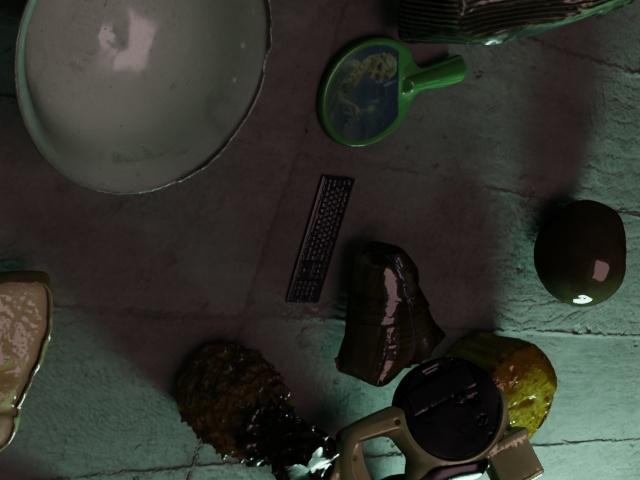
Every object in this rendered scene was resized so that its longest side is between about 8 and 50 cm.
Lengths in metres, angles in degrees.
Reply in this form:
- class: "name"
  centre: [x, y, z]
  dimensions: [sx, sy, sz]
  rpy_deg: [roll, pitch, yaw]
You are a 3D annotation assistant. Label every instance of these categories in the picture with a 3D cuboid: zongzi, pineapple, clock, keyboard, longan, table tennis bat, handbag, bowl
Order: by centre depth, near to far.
- class: "bowl"
  centre: [-0.218, -0.219, 1.248]
  dimensions: [0.313, 0.146, 0.313]
  rpy_deg: [-19, 123, -32]
- class: "handbag"
  centre: [0.262, -0.399, 1.520]
  dimensions: [0.340, 0.247, 0.240]
  rpy_deg: [-18, 112, -31]
- class: "pineapple"
  centre: [-0.074, 0.245, 1.537]
  dimensions: [0.157, 0.278, 0.158]
  rpy_deg: [-18, 120, -34]
- class: "table tennis bat"
  centre: [0.104, -0.219, 1.613]
  dimensions: [0.257, 0.039, 0.160]
  rpy_deg: [-19, 126, -30]
- class: "keyboard"
  centre: [0.000, 0.000, 1.657]
  dimensions: [0.063, 0.010, 0.198]
  rpy_deg: [3, 110, -40]
- class: "zongzi"
  centre: [0.137, 0.093, 1.765]
  dimensions: [0.242, 0.112, 0.221]
  rpy_deg: [-18, 123, -43]
- class: "clock"
  centre: [0.137, 0.350, 1.778]
  dimensions: [0.379, 0.276, 0.120]
  rpy_deg: [-29, 175, -11]
- class: "longan"
  centre: [0.451, 0.021, 1.964]
  dimensions: [0.167, 0.167, 0.187]
  rpy_deg: [45, 67, -45]

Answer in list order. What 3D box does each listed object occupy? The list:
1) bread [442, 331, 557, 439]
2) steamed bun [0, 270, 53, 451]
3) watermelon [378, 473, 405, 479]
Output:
- class: "bread"
  centre: [0.304, 0.271, 1.981]
  dimensions: [0.240, 0.139, 0.240]
  rpy_deg: [-20, 125, -32]
- class: "steamed bun"
  centre: [-0.419, 0.142, 1.294]
  dimensions: [0.231, 0.110, 0.212]
  rpy_deg: [-5, 98, -37]
- class: "watermelon"
  centre: [0.148, 0.496, 1.918]
  dimensions: [0.212, 0.212, 0.212]
  rpy_deg: [-20, 125, -32]
